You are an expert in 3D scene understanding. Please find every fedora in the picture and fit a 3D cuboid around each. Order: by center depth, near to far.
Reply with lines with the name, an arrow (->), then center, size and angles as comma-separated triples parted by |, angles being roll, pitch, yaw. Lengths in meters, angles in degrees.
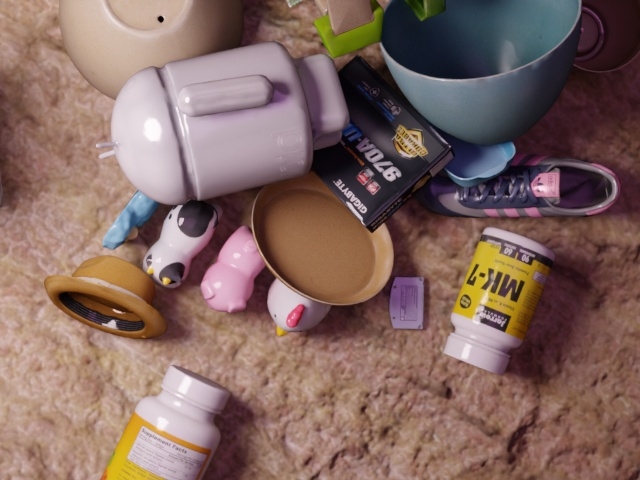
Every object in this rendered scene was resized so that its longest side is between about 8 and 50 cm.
fedora -> -0.309, 0.076, 1.673 | 0.194, 0.194, 0.079 | 22, 63, -5

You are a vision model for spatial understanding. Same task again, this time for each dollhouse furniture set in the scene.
dollhouse furniture set -> 0.029, -0.435, 1.639 | 0.197, 0.151, 0.301 | -23, 51, -8

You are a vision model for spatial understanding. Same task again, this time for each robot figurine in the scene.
robot figurine -> -0.142, -0.165, 1.603 | 0.353, 0.300, 0.199 | -14, 77, -9

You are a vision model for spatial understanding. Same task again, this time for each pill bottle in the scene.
pill bottle -> -0.232, 0.316, 1.681 | 0.136, 0.136, 0.245 | 26, 86, -5
pill bottle -> 0.273, 0.095, 1.746 | 0.119, 0.119, 0.208 | 21, 87, -5

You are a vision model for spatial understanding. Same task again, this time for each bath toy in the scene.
bath toy -> -0.147, 0.043, 1.699 | 0.348, 0.129, 0.151 | 28, 116, -4

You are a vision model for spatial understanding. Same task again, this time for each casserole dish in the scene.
casserole dish -> 0.221, -0.146, 1.741 | 0.114, 0.037, 0.188 | -27, 49, -11

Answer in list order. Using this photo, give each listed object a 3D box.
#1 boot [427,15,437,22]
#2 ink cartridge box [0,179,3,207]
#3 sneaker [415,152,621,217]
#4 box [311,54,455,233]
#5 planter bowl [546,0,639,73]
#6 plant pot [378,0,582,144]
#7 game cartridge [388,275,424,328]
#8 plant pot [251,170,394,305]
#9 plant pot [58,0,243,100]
boot -> 0.185, -0.436, 1.769 | 0.086, 0.069, 0.190 | -10, 89, 0
ink cartridge box -> -0.546, -0.150, 1.571 | 0.131, 0.306, 0.226 | -8, 90, -6
sneaker -> 0.308, -0.090, 1.746 | 0.319, 0.131, 0.112 | -2, 90, -6
box -> 0.068, -0.148, 1.713 | 0.175, 0.051, 0.220 | -42, 69, 2
planter bowl -> 0.418, -0.335, 1.772 | 0.162, 0.109, 0.162 | 0, 89, -7
plant pot -> 0.245, -0.256, 1.671 | 0.290, 0.290, 0.195 | -25, 135, -6
game cartridge -> 0.135, 0.098, 1.784 | 0.056, 0.017, 0.083 | 2, 89, -9
plant pot -> 0.000, 0.000, 1.710 | 0.236, 0.032, 0.236 | 15, 52, -21
plant pot -> -0.252, -0.348, 1.664 | 0.284, 0.191, 0.284 | 0, 88, -5
